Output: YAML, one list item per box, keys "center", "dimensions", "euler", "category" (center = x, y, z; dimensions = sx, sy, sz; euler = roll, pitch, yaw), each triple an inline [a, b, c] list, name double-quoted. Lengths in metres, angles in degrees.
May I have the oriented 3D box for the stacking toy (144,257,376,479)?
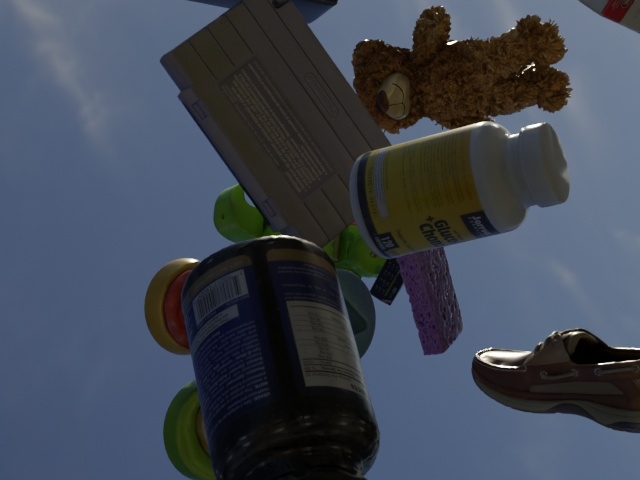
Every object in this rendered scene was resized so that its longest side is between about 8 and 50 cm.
- center: [-0.057, 0.162, 1.948]
  dimensions: [0.309, 0.130, 0.279]
  euler: [1, -92, -39]
  category: "stacking toy"

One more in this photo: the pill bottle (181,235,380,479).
- center: [-0.026, 0.115, 1.128]
  dimensions: [0.123, 0.123, 0.219]
  euler: [38, -150, -48]
  category: "pill bottle"

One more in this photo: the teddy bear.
- center: [0.213, -0.241, 2.360]
  dimensions: [0.245, 0.338, 0.113]
  euler: [94, -179, -50]
  category: "teddy bear"

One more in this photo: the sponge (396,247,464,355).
- center: [0.133, 0.033, 1.998]
  dimensions: [0.117, 0.031, 0.210]
  euler: [-39, -65, -65]
  category: "sponge"

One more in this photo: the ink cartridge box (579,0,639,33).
- center: [0.327, -0.269, 1.566]
  dimensions: [0.150, 0.109, 0.063]
  euler: [10, -154, -50]
  category: "ink cartridge box"

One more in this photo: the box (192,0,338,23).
- center: [-0.116, -0.523, 2.472]
  dimensions: [0.296, 0.183, 0.294]
  euler: [9, -97, -15]
  category: "box"

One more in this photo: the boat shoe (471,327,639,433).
- center: [0.351, 0.175, 2.153]
  dimensions: [0.123, 0.324, 0.116]
  euler: [-22, -68, -47]
  category: "boat shoe"

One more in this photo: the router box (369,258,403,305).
- center: [0.117, 0.026, 2.198]
  dimensions: [0.038, 0.122, 0.092]
  euler: [31, -118, 4]
  category: "router box"

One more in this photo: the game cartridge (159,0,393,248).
- center: [-0.051, -0.173, 2.256]
  dimensions: [0.230, 0.068, 0.355]
  euler: [-38, -82, -25]
  category: "game cartridge"

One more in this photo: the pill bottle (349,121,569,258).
- center: [0.127, -0.050, 1.419]
  dimensions: [0.103, 0.184, 0.103]
  euler: [40, -136, -52]
  category: "pill bottle"

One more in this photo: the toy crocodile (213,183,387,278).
- center: [0.000, 0.000, 2.352]
  dimensions: [0.341, 0.115, 0.105]
  euler: [13, -107, -18]
  category: "toy crocodile"
